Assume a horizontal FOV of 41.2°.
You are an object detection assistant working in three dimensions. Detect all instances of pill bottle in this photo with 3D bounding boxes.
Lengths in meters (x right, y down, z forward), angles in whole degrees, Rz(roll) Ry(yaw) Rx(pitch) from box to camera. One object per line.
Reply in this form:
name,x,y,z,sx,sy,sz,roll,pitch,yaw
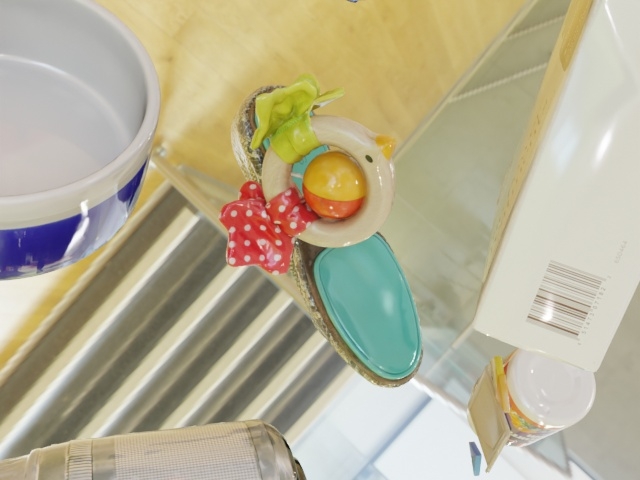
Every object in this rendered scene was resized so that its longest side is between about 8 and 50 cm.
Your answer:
pill bottle,0.252,0.199,1.067,0.108,0.108,0.193,-41,169,-24

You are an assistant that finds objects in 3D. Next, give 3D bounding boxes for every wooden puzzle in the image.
wooden puzzle,0.147,0.153,0.732,0.014,0.078,0.116,-1,147,-8

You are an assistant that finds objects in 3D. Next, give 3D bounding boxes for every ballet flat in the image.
ballet flat,0.000,0.000,1.294,0.164,0.483,0.182,-25,177,-26

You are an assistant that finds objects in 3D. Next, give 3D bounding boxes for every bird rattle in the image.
bird rattle,-0.015,-0.065,1.016,0.143,0.207,0.253,-38,141,-67

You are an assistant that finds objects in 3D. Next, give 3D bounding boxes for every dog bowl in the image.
dog bowl,-0.270,-0.100,0.701,0.265,0.265,0.104,-36,161,-37

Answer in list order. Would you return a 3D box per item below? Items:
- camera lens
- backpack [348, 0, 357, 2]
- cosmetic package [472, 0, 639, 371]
camera lens,-0.149,0.286,0.780,0.274,0.219,0.219,-4,149,-14
backpack,0.026,-0.157,0.360,0.101,0.098,0.120,-37,-165,15
cosmetic package,0.222,-0.137,0.618,0.284,0.097,0.377,-49,157,-65
